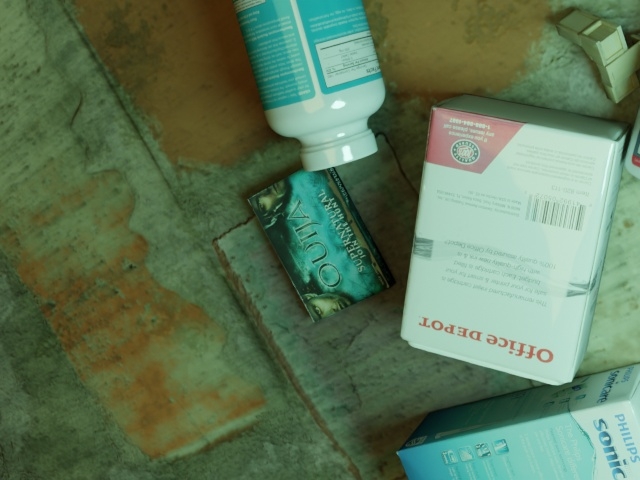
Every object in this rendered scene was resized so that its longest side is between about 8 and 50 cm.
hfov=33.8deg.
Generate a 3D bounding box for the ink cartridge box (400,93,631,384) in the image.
[{"bbox_3d":[0.218,-0.006,1.197,0.207,0.117,0.283,14,110,21],"label":"ink cartridge box"}]

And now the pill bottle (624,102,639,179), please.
[{"bbox_3d":[0.385,-0.148,1.080,0.107,0.108,0.180,17,112,20],"label":"pill bottle"}]

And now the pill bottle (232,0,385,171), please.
[{"bbox_3d":[-0.011,-0.219,1.225,0.146,0.146,0.264,-10,100,27],"label":"pill bottle"}]

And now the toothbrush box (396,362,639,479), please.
[{"bbox_3d":[0.274,0.294,1.255,0.295,0.126,0.216,-20,96,29],"label":"toothbrush box"}]

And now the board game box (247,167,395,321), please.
[{"bbox_3d":[0.000,0.000,1.354,0.126,0.026,0.186,-27,93,29],"label":"board game box"}]

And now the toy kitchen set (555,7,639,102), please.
[{"bbox_3d":[0.315,-0.211,1.144,0.068,0.075,0.083,-36,127,-6],"label":"toy kitchen set"}]
